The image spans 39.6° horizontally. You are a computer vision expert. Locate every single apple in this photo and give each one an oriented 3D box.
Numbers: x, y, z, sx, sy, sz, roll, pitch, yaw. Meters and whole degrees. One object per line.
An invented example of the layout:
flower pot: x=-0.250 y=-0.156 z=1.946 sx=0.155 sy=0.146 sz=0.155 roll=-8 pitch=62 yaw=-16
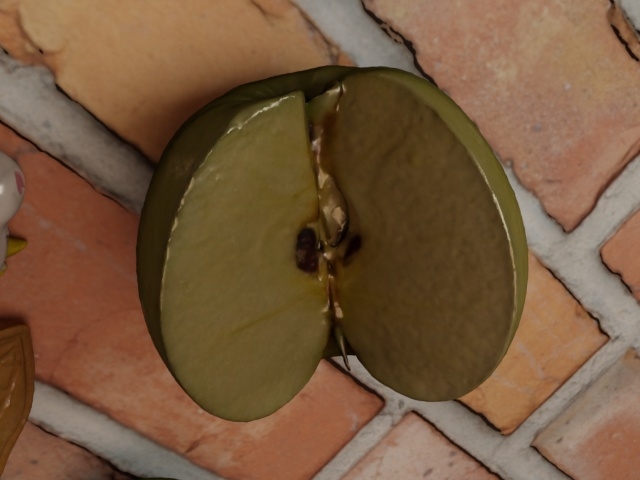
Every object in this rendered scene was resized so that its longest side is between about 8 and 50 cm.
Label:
apple: x=0.004 y=-0.007 z=0.713 sx=0.295 sy=0.233 sz=0.257 roll=-9 pitch=109 yaw=-1

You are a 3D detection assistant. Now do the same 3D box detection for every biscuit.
biscuit: x=-0.307 y=0.167 z=0.746 sx=0.220 sy=0.029 sz=0.142 roll=-65 pitch=154 yaw=-10

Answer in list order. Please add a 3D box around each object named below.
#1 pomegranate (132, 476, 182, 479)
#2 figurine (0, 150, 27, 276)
pomegranate: x=-0.146 y=0.350 z=0.868 sx=0.190 sy=0.240 sz=0.159 roll=-21 pitch=168 yaw=23
figurine: x=-0.288 y=-0.014 z=0.669 sx=0.178 sy=0.109 sz=0.129 roll=4 pitch=110 yaw=-64
